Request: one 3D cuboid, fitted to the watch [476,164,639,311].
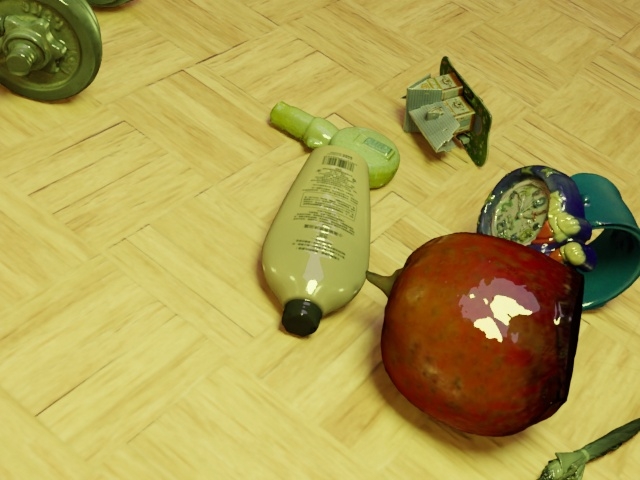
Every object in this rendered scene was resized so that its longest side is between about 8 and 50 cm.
[{"bbox_3d":[0.301,0.013,1.150,0.200,0.196,0.171,21,46,-33],"label":"watch"}]

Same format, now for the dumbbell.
[{"bbox_3d":[-0.344,-0.345,1.262,0.179,0.179,0.406,16,41,-6],"label":"dumbbell"}]

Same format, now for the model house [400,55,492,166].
[{"bbox_3d":[0.176,-0.183,1.367,0.088,0.117,0.167,-16,52,-14],"label":"model house"}]

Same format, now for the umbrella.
[{"bbox_3d":[0.301,0.234,1.002,0.269,0.044,0.044,-15,83,-33],"label":"umbrella"}]

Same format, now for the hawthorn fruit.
[{"bbox_3d":[0.157,0.091,0.976,0.250,0.215,0.215,30,42,8],"label":"hawthorn fruit"}]

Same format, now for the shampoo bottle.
[{"bbox_3d":[0.000,0.000,1.090,0.127,0.078,0.256,19,50,-5],"label":"shampoo bottle"}]

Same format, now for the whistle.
[{"bbox_3d":[0.020,-0.143,1.281,0.198,0.057,0.104,31,41,10],"label":"whistle"}]
